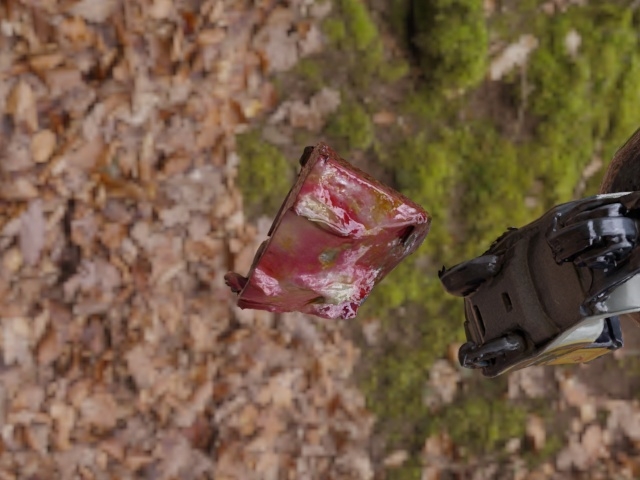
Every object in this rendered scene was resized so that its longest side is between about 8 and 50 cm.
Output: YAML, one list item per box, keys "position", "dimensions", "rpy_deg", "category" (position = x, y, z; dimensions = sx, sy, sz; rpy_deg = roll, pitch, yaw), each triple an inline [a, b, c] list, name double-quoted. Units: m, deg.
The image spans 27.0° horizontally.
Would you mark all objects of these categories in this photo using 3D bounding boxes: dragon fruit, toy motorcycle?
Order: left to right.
- position: [0.006, 0.010, 1.178]
  dimensions: [0.161, 0.126, 0.274]
  rpy_deg: [-56, -175, 3]
  category: "dragon fruit"
- position: [0.182, 0.027, 0.913]
  dimensions: [0.263, 0.157, 0.091]
  rpy_deg: [134, -51, -62]
  category: "toy motorcycle"

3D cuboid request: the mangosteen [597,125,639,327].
- position: [0.383, -0.004, 1.175]
  dimensions: [0.288, 0.288, 0.288]
  rpy_deg: [-2, 90, -78]
  category: "mangosteen"
